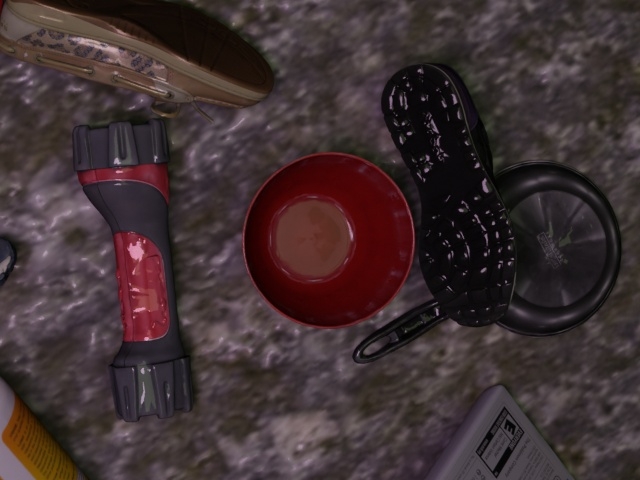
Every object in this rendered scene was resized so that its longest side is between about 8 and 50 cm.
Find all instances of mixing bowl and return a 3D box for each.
[{"bbox_3d":[0.000,0.000,1.637,0.181,0.098,0.181,0,90,-12],"label":"mixing bowl"}]

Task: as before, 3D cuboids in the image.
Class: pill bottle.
[{"bbox_3d":[-0.331,0.211,1.509,0.136,0.136,0.246,-38,122,-9],"label":"pill bottle"}]

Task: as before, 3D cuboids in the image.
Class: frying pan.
[{"bbox_3d":[0.185,0.017,1.707,0.326,0.053,0.197,-7,92,-15],"label":"frying pan"}]

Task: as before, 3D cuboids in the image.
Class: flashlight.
[{"bbox_3d":[-0.191,0.030,1.593,0.103,0.103,0.304,-5,92,-13],"label":"flashlight"}]

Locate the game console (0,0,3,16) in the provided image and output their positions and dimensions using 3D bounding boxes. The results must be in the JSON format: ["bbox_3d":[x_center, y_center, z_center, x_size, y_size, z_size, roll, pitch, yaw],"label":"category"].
[{"bbox_3d":[-0.390,-0.295,1.589,0.144,0.085,0.124,7,59,-13],"label":"game console"}]

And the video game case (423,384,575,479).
[{"bbox_3d":[0.204,0.357,1.623,0.300,0.036,0.329,52,41,-9],"label":"video game case"}]

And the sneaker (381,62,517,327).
[{"bbox_3d":[0.157,-0.053,1.654,0.107,0.124,0.283,-12,94,23],"label":"sneaker"}]

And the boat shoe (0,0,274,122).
[{"bbox_3d":[-0.189,-0.193,1.602,0.285,0.105,0.089,21,124,-7],"label":"boat shoe"}]

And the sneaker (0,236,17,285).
[{"bbox_3d":[-0.436,0.061,1.540,0.283,0.110,0.122,-32,92,-11],"label":"sneaker"}]
